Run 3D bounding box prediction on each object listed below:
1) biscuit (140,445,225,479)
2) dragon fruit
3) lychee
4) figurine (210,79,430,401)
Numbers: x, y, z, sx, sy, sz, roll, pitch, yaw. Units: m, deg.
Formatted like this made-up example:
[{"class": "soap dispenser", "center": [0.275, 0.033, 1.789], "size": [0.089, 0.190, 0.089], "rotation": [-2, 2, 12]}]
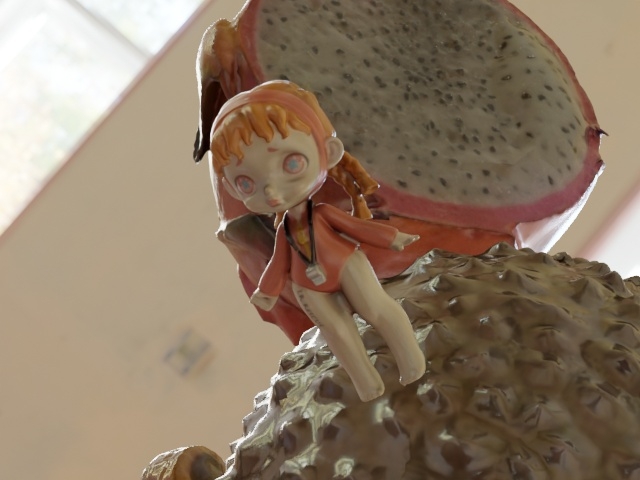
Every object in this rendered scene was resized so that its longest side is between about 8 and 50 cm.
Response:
[{"class": "biscuit", "center": [-0.017, 0.373, 1.694], "size": [0.078, 0.350, 0.455], "rotation": [-13, -17, 39]}, {"class": "dragon fruit", "center": [0.045, -0.046, 1.257], "size": [0.290, 0.290, 0.189], "rotation": [39, -43, 14]}, {"class": "lychee", "center": [0.079, 0.154, 0.787], "size": [0.300, 0.300, 0.300], "rotation": [40, -8, 7]}, {"class": "figurine", "center": [0.000, 0.000, 0.599], "size": [0.109, 0.064, 0.047], "rotation": [63, 21, -7]}]
